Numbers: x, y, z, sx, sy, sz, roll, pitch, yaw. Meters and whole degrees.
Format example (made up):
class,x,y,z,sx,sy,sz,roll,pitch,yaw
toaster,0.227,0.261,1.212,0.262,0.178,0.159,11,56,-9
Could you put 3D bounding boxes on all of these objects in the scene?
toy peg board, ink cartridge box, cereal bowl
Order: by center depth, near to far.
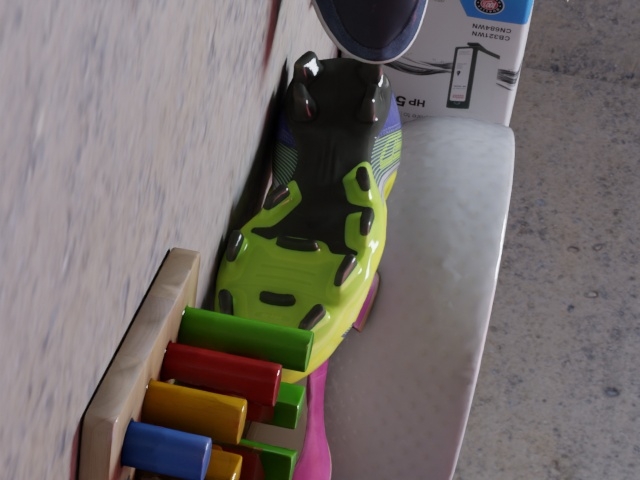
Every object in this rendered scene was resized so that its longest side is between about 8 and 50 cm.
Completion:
class,x,y,z,sx,sy,sz,roll,pitch,yaw
toy peg board,-0.058,0.114,0.889,0.160,0.079,0.161,-70,169,-61
cereal bowl,0.049,0.057,1.477,0.339,0.141,0.339,-167,-90,-89
ink cartridge box,0.095,-0.168,1.547,0.086,0.148,0.203,-75,173,-47

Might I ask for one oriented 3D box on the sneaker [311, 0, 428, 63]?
class,x,y,z,sx,sy,sz,roll,pitch,yaw
sneaker,0.031,-0.202,1.060,0.163,0.086,0.226,-100,-171,-74

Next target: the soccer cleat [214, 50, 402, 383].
class,x,y,z,sx,sy,sz,roll,pitch,yaw
soccer cleat,0.001,0.000,1.163,0.289,0.093,0.121,-76,165,-48

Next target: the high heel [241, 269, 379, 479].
class,x,y,z,sx,sy,sz,roll,pitch,yaw
high heel,-0.035,0.105,1.272,0.117,0.082,0.244,31,82,-52
